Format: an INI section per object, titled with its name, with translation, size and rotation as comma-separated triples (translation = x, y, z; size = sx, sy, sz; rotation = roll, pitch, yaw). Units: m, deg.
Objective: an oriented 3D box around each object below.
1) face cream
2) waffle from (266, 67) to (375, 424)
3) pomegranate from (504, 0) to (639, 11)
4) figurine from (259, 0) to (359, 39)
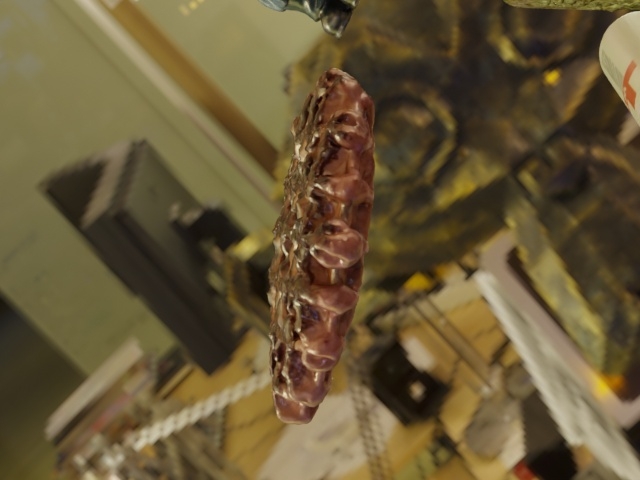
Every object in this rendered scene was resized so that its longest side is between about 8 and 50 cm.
[face cream]
translation = 0.372, -0.160, 1.697
size = 0.102, 0.102, 0.345
rotation = -40, 15, 14
[waffle]
translation = 0.000, 0.000, 1.122
size = 0.221, 0.056, 0.234
rotation = -91, 10, -45
[pomegranate]
translation = 0.266, -0.311, 1.431
size = 0.310, 0.216, 0.359
rotation = -9, 13, -41
[figurine]
translation = -0.040, -0.164, 0.862
size = 0.079, 0.136, 0.077
rotation = -86, 17, -45
